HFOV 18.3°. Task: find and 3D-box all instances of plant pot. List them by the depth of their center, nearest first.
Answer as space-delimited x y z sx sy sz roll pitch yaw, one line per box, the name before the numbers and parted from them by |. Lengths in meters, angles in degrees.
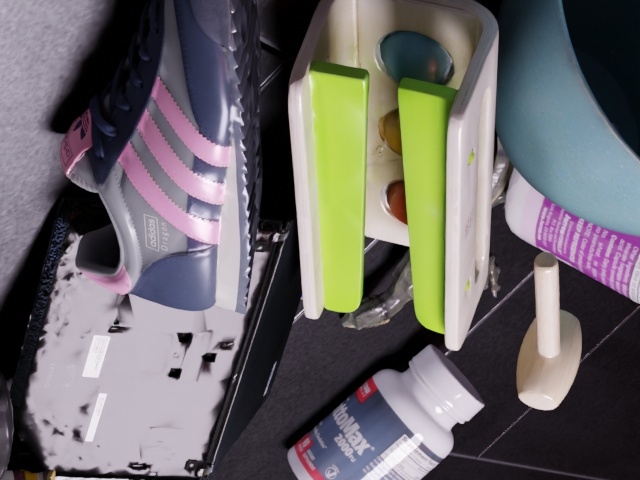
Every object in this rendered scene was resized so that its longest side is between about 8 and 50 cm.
plant pot | 0.240 -0.120 1.490 0.290 0.290 0.195 -21 173 -35

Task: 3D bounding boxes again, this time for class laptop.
laptop | -0.109 0.052 1.501 0.264 0.136 0.234 5 118 -24

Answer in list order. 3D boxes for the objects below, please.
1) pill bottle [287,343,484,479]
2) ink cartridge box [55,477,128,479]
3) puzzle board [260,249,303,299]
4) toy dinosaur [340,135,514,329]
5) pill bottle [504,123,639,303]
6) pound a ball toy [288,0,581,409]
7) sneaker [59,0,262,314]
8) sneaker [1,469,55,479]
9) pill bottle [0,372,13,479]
pill bottle | 0.066 0.189 1.940 0.180 0.108 0.108 -42 156 6
ink cartridge box | -0.278 0.235 1.583 0.324 0.071 0.330 -9 136 -48
puzzle board | 0.000 0.000 1.638 0.128 0.011 0.096 -47 156 19
toy dinosaur | 0.126 -0.005 1.750 0.118 0.064 0.268 4 129 -48
pill bottle | 0.321 -0.013 1.672 0.169 0.302 0.169 -49 157 -29
pound a ball toy | 0.099 -0.032 1.445 0.319 0.208 0.135 85 22 -52
sneaker | -0.104 -0.078 1.251 0.131 0.112 0.319 4 129 2
sneaker | -0.241 0.212 1.471 0.084 0.069 0.185 3 151 -11
pill bottle | -0.316 0.122 1.264 0.219 0.123 0.123 2 134 -48
